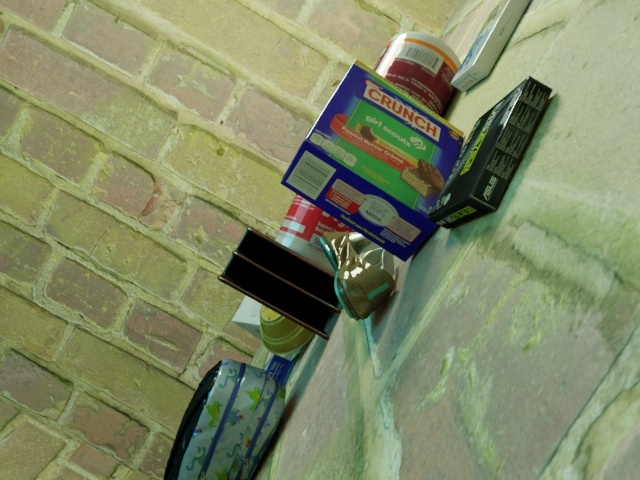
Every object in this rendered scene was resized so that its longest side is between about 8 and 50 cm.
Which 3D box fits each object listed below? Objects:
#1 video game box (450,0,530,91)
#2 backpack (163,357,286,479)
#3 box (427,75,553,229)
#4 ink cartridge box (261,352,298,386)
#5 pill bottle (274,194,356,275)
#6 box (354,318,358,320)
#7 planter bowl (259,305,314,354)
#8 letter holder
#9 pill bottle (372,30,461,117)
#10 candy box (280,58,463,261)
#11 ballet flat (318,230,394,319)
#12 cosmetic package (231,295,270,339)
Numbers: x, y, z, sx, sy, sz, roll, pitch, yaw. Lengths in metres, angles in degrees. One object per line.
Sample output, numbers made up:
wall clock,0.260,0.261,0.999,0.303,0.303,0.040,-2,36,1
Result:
video game box,0.383,-0.450,1.481,0.205,0.048,0.187,-61,6,-1
backpack,-0.229,0.454,1.549,0.290,0.274,0.355,-66,-15,-77
box,0.235,-0.116,0.931,0.190,0.045,0.184,-62,1,-9
ink cartridge box,-0.200,0.505,1.932,0.324,0.072,0.330,-63,3,-36
pill bottle,0.045,-0.116,1.904,0.229,0.229,0.407,158,136,-84
box,0.093,0.113,1.310,0.083,0.018,0.067,-57,5,43
planter bowl,-0.107,0.208,1.859,0.217,0.090,0.217,-23,44,24
letter holder,-0.085,0.102,1.614,0.152,0.302,0.214,-61,4,-2
pill bottle,0.194,-0.324,1.702,0.392,0.224,0.224,-61,4,-15
candy box,0.109,-0.157,1.208,0.122,0.268,0.317,-53,8,42
ballet flat,0.078,0.042,1.267,0.124,0.116,0.342,-29,16,3
cosmetic package,-0.128,0.201,2.086,0.224,0.138,0.224,0,57,52
